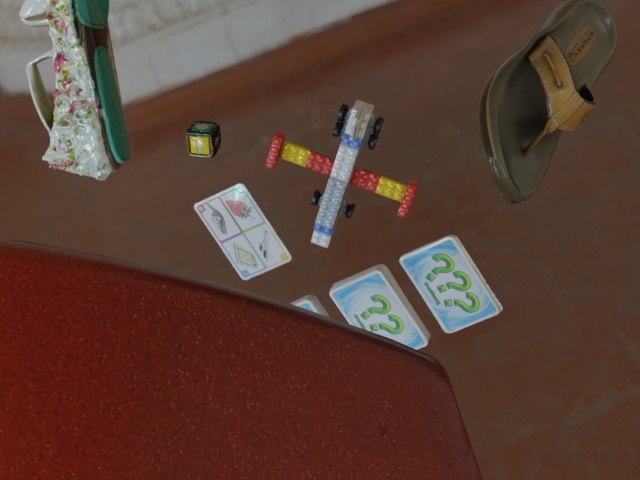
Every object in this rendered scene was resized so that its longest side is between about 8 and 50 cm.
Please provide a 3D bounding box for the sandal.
[{"bbox_3d":[0.191,-0.119,1.204,0.060,0.090,0.219,-8,32,47],"label":"sandal"}]

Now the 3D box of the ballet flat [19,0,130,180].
[{"bbox_3d":[-0.217,-0.169,1.299,0.077,0.241,0.091,-6,-1,13],"label":"ballet flat"}]

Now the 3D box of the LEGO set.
[{"bbox_3d":[0.000,0.000,1.150,0.182,0.244,0.060,-24,21,26],"label":"LEGO set"}]

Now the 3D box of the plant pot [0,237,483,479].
[{"bbox_3d":[-0.061,0.169,0.639,0.235,0.267,0.267,-2,61,-30],"label":"plant pot"}]
